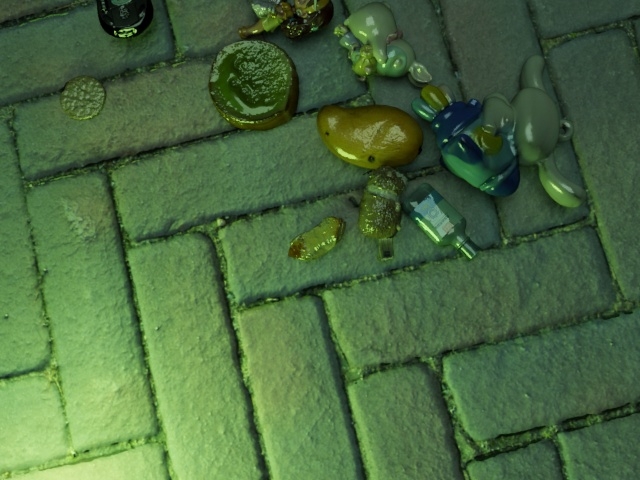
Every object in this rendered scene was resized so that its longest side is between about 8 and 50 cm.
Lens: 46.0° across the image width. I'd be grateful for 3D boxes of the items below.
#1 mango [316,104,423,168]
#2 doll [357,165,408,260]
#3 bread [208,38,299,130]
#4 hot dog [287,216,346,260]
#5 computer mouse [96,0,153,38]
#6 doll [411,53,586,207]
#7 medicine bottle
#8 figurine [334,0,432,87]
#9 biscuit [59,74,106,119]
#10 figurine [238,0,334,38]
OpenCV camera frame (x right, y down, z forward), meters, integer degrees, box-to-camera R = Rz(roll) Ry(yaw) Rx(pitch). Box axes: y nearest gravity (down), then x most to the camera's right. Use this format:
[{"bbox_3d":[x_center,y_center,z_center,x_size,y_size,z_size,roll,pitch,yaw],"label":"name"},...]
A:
[{"bbox_3d":[0.117,-0.251,1.799,0.262,0.109,0.157,15,92,13],"label":"mango"},{"bbox_3d":[0.144,-0.064,1.766,0.115,0.105,0.221,0,101,-12],"label":"doll"},{"bbox_3d":[-0.162,-0.381,1.855,0.236,0.070,0.236,-1,80,3],"label":"bread"},{"bbox_3d":[0.000,-0.001,1.789,0.169,0.061,0.078,-30,71,25],"label":"hot dog"},{"bbox_3d":[-0.491,-0.607,1.900,0.137,0.096,0.233,-10,77,-3],"label":"computer mouse"},{"bbox_3d":[0.406,-0.238,1.752,0.366,0.187,0.376,-7,54,-5],"label":"doll"},{"bbox_3d":[0.290,-0.039,1.778,0.090,0.054,0.208,-44,80,-1],"label":"medicine bottle"},{"bbox_3d":[0.154,-0.446,1.817,0.155,0.127,0.235,-29,83,-19],"label":"figurine"},{"bbox_3d":[-0.601,-0.362,1.909,0.120,0.015,0.120,-1,81,3],"label":"biscuit"},{"bbox_3d":[-0.087,-0.552,1.846,0.240,0.174,0.115,-5,120,12],"label":"figurine"}]
